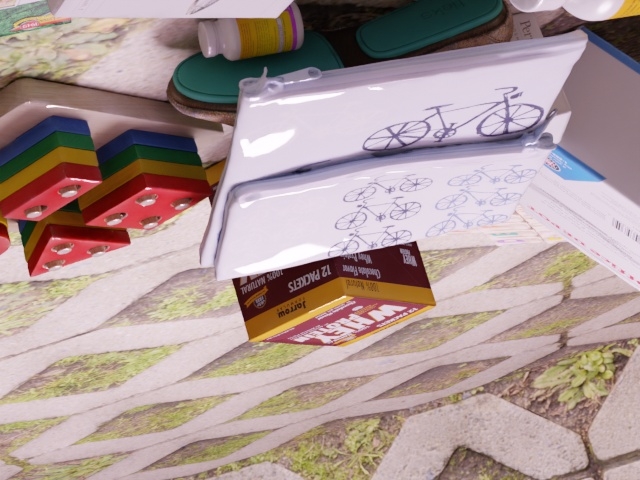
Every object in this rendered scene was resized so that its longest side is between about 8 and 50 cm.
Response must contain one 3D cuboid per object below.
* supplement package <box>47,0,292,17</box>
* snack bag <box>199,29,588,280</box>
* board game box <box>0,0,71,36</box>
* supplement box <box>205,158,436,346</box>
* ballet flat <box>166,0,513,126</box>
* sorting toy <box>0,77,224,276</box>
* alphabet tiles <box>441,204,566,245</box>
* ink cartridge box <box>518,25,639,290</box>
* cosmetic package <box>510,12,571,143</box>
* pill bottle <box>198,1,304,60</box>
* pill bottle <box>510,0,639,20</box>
[{"bbox_3d":[-0.093,-0.217,1.078,0.179,0.105,0.105,-6,160,-34],"label":"supplement package"},{"bbox_3d":[0.064,-0.071,1.448,0.323,0.037,0.342,-10,156,-15],"label":"snack bag"},{"bbox_3d":[-0.310,-0.170,1.160,0.260,0.030,0.136,-14,166,-10],"label":"board game box"},{"bbox_3d":[0.000,0.000,1.724,0.129,0.194,0.191,-26,161,29],"label":"supplement box"},{"bbox_3d":[0.024,-0.136,1.426,0.316,0.107,0.106,-14,136,-6],"label":"ballet flat"},{"bbox_3d":[-0.257,-0.042,1.521,0.255,0.089,0.257,-28,161,34],"label":"sorting toy"},{"bbox_3d":[0.266,-0.026,2.054,0.278,0.021,0.284,-2,170,16],"label":"alphabet tiles"},{"bbox_3d":[0.326,-0.070,1.723,0.129,0.223,0.307,-52,165,-7],"label":"ink cartridge box"},{"bbox_3d":[0.111,-0.130,1.547,0.231,0.117,0.085,-17,162,-5],"label":"cosmetic package"},{"bbox_3d":[-0.059,-0.176,1.357,0.083,0.043,0.043,-12,163,-16],"label":"pill bottle"},{"bbox_3d":[0.255,-0.242,1.315,0.208,0.117,0.117,-10,162,-19],"label":"pill bottle"}]
